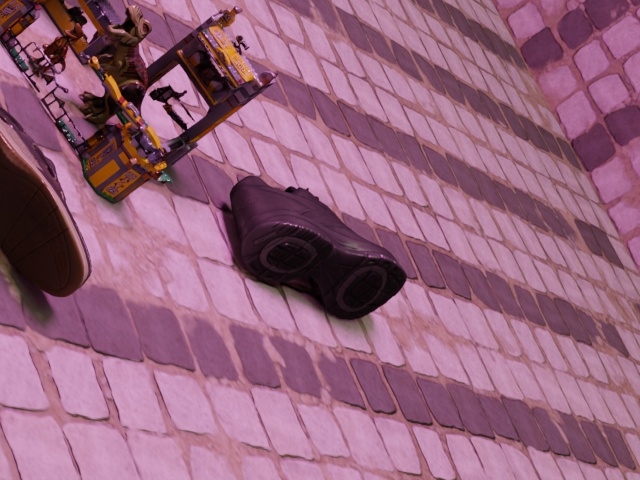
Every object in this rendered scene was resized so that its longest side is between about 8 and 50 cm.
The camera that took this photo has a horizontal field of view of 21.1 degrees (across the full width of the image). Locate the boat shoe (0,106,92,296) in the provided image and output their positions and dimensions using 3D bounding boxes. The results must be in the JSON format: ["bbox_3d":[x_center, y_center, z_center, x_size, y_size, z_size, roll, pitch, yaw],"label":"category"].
[{"bbox_3d":[-0.273,-0.050,1.587,0.223,0.080,0.073,53,26,8],"label":"boat shoe"}]

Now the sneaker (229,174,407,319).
[{"bbox_3d":[0.000,0.000,2.054,0.286,0.109,0.130,32,24,-48],"label":"sneaker"}]

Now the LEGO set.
[{"bbox_3d":[-0.196,-0.219,1.838,0.331,0.192,0.255,58,22,9],"label":"LEGO set"}]
